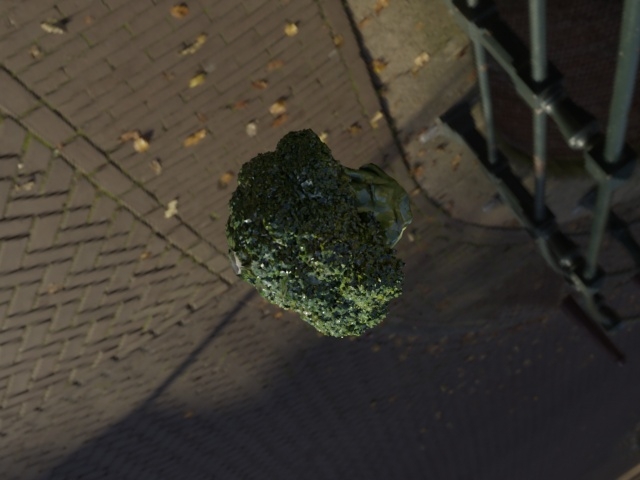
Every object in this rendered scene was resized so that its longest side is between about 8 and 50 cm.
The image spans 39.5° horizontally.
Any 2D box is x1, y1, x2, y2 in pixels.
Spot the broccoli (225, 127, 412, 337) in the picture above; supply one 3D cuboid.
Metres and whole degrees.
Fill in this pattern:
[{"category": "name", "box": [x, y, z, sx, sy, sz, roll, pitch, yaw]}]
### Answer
[{"category": "broccoli", "box": [0.000, 0.000, 0.654, 0.138, 0.162, 0.146, -22, -176, -23]}]
